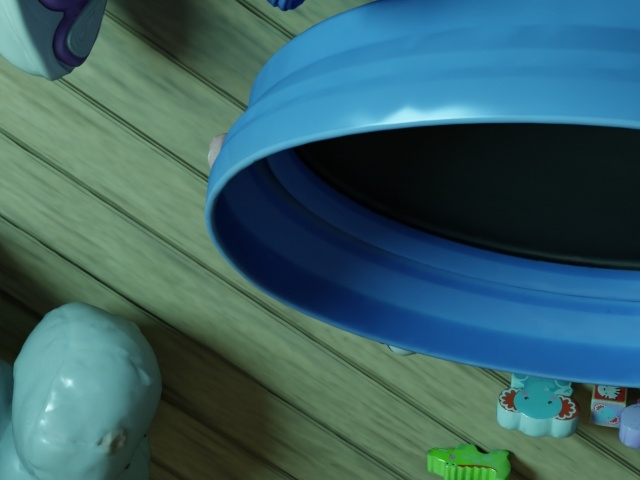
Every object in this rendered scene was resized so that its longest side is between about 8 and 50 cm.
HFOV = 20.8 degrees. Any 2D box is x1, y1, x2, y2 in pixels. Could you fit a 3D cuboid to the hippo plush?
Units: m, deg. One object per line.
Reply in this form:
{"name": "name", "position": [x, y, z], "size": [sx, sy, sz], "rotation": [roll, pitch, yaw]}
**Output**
{"name": "hippo plush", "position": [-0.230, 0.136, 1.123], "size": [0.236, 0.234, 0.294], "rotation": [20, 131, -1]}

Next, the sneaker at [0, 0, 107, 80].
{"name": "sneaker", "position": [-0.205, -0.223, 0.916], "size": [0.152, 0.114, 0.305], "rotation": [1, 126, 33]}

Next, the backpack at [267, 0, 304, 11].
{"name": "backpack", "position": [0.009, -0.223, 0.725], "size": [0.213, 0.263, 0.276], "rotation": [26, 131, 6]}

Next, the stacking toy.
{"name": "stacking toy", "position": [0.177, 0.113, 1.115], "size": [0.221, 0.052, 0.167], "rotation": [7, 130, 10]}

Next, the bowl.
{"name": "bowl", "position": [0.139, -0.014, 0.873], "size": [0.391, 0.077, 0.391], "rotation": [8, 161, 3]}

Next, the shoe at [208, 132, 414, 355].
{"name": "shoe", "position": [0.000, 0.000, 1.063], "size": [0.081, 0.063, 0.178], "rotation": [-13, 119, 26]}
